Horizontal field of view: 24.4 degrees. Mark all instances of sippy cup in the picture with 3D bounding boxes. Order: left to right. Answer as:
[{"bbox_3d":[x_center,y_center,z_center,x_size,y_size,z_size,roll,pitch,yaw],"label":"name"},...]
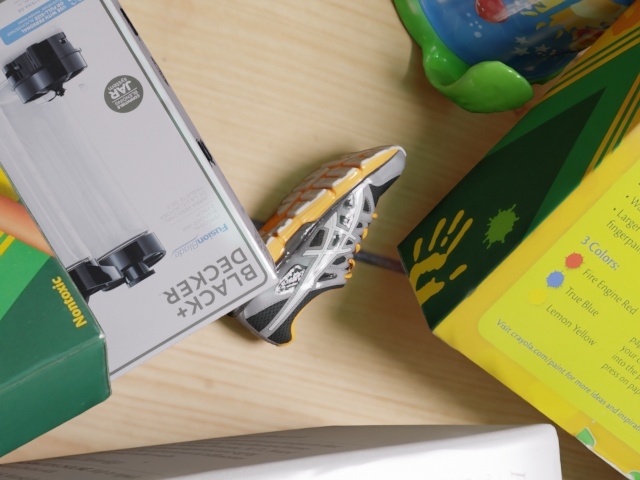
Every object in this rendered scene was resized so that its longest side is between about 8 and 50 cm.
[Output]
[{"bbox_3d":[0.213,-0.269,1.329,0.240,0.224,0.305,-4,86,-29],"label":"sippy cup"}]

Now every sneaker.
[{"bbox_3d":[0.000,0.000,1.259,0.215,0.084,0.083,-44,105,-15],"label":"sneaker"}]

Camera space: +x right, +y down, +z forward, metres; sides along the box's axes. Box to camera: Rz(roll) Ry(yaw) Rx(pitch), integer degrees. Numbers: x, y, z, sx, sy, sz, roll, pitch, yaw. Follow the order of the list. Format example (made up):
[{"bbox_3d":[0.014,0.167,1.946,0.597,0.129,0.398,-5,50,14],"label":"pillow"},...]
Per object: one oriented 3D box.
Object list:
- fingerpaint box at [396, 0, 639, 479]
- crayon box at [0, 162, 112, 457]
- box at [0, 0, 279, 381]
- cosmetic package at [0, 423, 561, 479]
[{"bbox_3d":[0.356,0.029,1.288,0.445,0.163,0.371,36,107,-25],"label":"fingerpaint box"},{"bbox_3d":[-0.354,0.010,0.917,0.313,0.106,0.363,-28,67,-18],"label":"crayon box"},{"bbox_3d":[-0.173,-0.054,1.124,0.169,0.087,0.290,-30,100,-1],"label":"box"},{"bbox_3d":[-0.064,0.310,1.037,0.393,0.327,0.329,-3,85,-29],"label":"cosmetic package"}]
